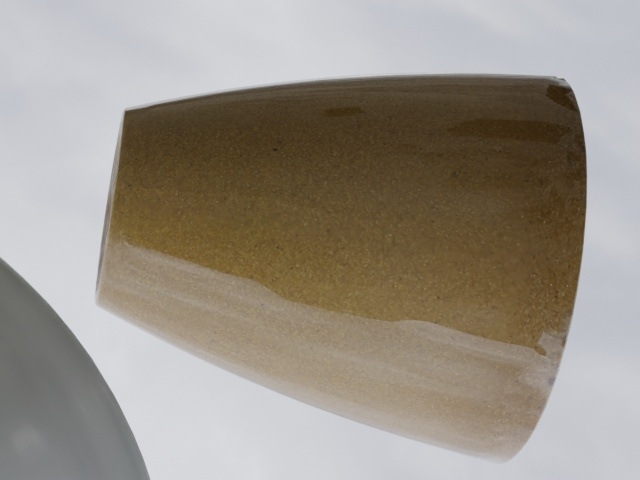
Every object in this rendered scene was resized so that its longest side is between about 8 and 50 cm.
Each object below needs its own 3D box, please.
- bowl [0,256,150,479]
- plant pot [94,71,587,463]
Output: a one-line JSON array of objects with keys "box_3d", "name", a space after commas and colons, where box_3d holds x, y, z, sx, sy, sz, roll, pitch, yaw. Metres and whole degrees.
[{"box_3d": [-0.204, 0.127, 0.518, 0.298, 0.298, 0.134, 34, -167, 11], "name": "bowl"}, {"box_3d": [0.000, 0.000, 1.004, 0.254, 0.237, 0.237, 8, -152, -10], "name": "plant pot"}]
